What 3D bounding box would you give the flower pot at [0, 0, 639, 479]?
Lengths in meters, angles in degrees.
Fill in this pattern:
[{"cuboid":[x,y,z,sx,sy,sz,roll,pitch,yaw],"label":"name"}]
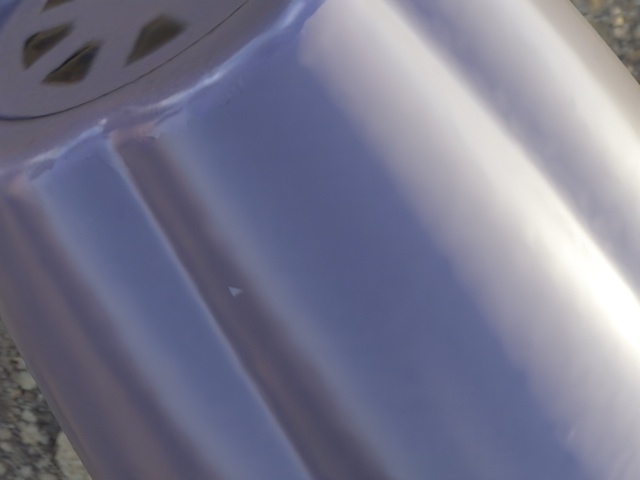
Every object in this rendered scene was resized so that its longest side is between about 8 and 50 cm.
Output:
[{"cuboid":[0.000,0.000,0.498,0.265,0.265,0.243,-52,129,-19],"label":"flower pot"}]
